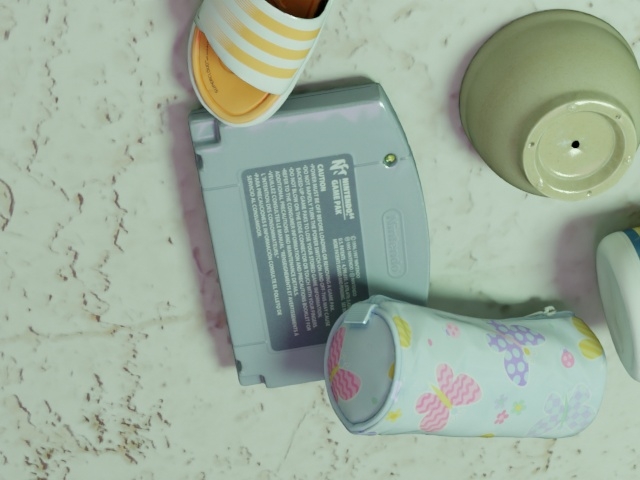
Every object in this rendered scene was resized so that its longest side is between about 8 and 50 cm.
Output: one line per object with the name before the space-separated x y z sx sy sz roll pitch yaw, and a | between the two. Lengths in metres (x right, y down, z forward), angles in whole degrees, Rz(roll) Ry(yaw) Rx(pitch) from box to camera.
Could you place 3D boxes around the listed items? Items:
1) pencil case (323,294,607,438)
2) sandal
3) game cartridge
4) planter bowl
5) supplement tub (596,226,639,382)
pencil case | 0.137 0.119 1.192 0.273 0.113 0.124 5 102 -34
sandal | -0.034 -0.207 1.012 0.102 0.076 0.265 34 112 5
game cartridge | 0.000 0.000 1.180 0.196 0.060 0.294 -6 123 2
planter bowl | 0.207 -0.100 1.106 0.162 0.109 0.162 -3 124 -4
supplement tub | 0.367 0.043 1.194 0.200 0.144 0.144 -13 123 2
